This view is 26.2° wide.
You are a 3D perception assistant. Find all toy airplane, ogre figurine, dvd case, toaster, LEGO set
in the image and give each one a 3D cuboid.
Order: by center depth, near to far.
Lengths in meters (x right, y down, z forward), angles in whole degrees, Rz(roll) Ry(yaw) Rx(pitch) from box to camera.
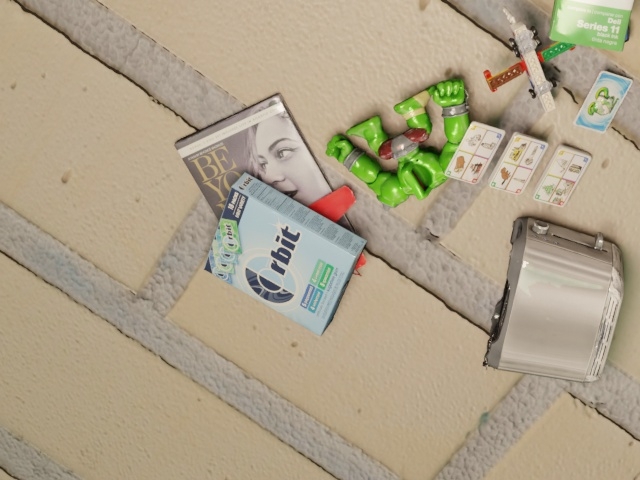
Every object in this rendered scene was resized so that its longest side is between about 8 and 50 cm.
[{"bbox_3d":[0.268,-0.170,1.652,0.182,0.060,0.244,13,118,-25],"label":"LEGO set"},{"bbox_3d":[0.109,-0.112,1.703,0.197,0.097,0.118,-26,95,10],"label":"ogre figurine"},{"bbox_3d":[0.295,0.087,1.732,0.146,0.129,0.227,12,115,6],"label":"toaster"},{"bbox_3d":[0.000,0.000,1.800,0.151,0.028,0.151,6,117,11],"label":"toy airplane"},{"bbox_3d":[-0.071,-0.066,1.812,0.164,0.018,0.221,-22,107,22],"label":"dvd case"}]

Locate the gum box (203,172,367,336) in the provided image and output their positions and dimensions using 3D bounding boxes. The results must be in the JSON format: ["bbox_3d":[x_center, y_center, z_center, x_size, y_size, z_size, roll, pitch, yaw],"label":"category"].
[{"bbox_3d":[-0.049,0.020,1.792,0.184,0.041,0.157,30,132,8],"label":"gum box"}]

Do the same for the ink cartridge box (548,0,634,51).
[{"bbox_3d":[0.316,-0.333,1.515,0.086,0.153,0.208,12,118,8],"label":"ink cartridge box"}]
